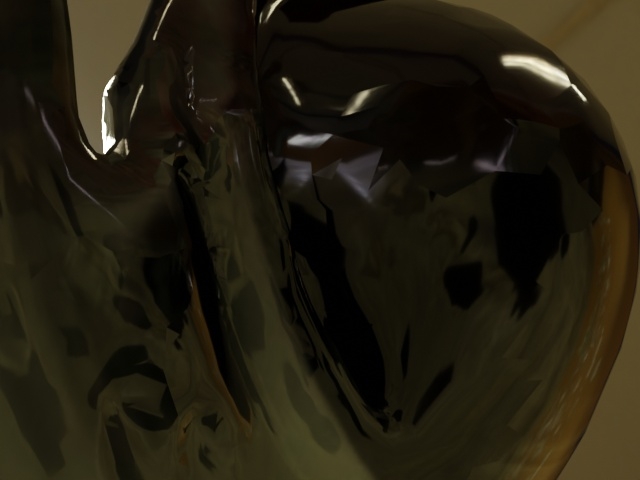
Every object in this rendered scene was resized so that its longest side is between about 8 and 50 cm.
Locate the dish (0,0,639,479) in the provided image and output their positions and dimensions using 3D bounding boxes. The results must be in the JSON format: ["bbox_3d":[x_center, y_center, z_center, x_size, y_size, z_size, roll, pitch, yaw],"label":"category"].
[{"bbox_3d":[0.000,0.000,0.417,0.134,0.273,0.273,-19,-45,23],"label":"dish"}]
